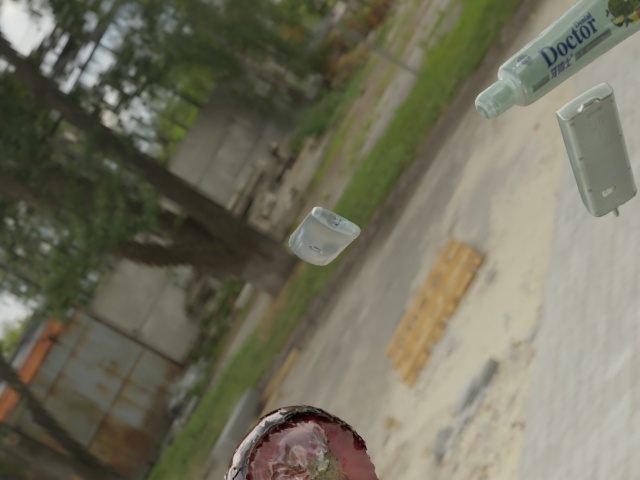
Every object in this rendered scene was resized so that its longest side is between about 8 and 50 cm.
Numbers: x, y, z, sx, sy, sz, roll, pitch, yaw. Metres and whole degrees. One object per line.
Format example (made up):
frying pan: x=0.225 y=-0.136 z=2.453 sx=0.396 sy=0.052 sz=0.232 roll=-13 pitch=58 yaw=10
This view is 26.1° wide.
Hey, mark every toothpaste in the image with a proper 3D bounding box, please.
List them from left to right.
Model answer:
toothpaste: x=0.241 y=-0.191 z=1.301 sx=0.255 sy=0.067 sz=0.037 roll=-37 pitch=-5 yaw=-20

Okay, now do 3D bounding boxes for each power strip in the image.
power strip: x=0.299 y=-0.089 z=1.475 sx=0.060 sy=0.027 sz=0.253 roll=-32 pitch=-32 yaw=1

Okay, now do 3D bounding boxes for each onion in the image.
onion: x=-0.025 y=0.288 z=1.603 sx=0.184 sy=0.184 sz=0.147 roll=-64 pitch=-1 yaw=-31

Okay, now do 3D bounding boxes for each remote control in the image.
remote control: x=0.000 y=0.000 z=1.356 sx=0.027 sy=0.050 sz=0.184 roll=-65 pitch=4 yaw=-12
